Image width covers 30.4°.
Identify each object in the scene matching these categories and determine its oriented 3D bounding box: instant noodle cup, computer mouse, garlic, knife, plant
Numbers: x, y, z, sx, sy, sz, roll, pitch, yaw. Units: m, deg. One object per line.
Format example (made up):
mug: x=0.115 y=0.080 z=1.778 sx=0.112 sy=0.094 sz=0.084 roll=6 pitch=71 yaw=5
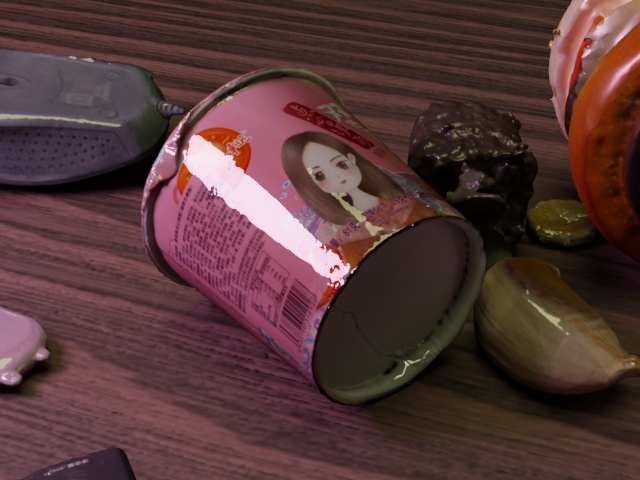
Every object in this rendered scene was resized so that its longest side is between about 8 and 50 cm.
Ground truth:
instant noodle cup: x=0.000 y=0.000 z=1.046 sx=0.243 sy=0.243 sz=0.231 roll=-24 pitch=46 yaw=-30
computer mouse: x=-0.343 y=-0.139 z=1.361 sx=0.370 sy=0.122 sz=0.188 roll=3 pitch=36 yaw=-6
garlic: x=0.217 y=0.082 z=1.045 sx=0.128 sy=0.091 sz=0.198 roll=-7 pitch=27 yaw=-32
knife: x=-0.421 y=0.054 z=1.142 sx=0.398 sy=0.038 sz=0.132 roll=17 pitch=40 yaw=25
plant: x=0.149 y=-0.051 z=1.194 sx=0.131 sy=0.142 sz=0.203 roll=9 pitch=46 yaw=2

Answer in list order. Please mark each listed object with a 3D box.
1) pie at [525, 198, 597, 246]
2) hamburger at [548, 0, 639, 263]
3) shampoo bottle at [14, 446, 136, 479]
pie: x=0.257 y=-0.019 z=1.251 sx=0.084 sy=0.020 sz=0.084 roll=1 pitch=32 yaw=0
hamburger: x=0.390 y=-0.137 z=1.157 sx=0.329 sy=0.330 sz=0.250 roll=-1 pitch=37 yaw=0
shampoo bottle: x=-0.137 y=0.251 z=0.774 sx=0.098 sy=0.071 sz=0.309 roll=-12 pitch=27 yaw=-18
